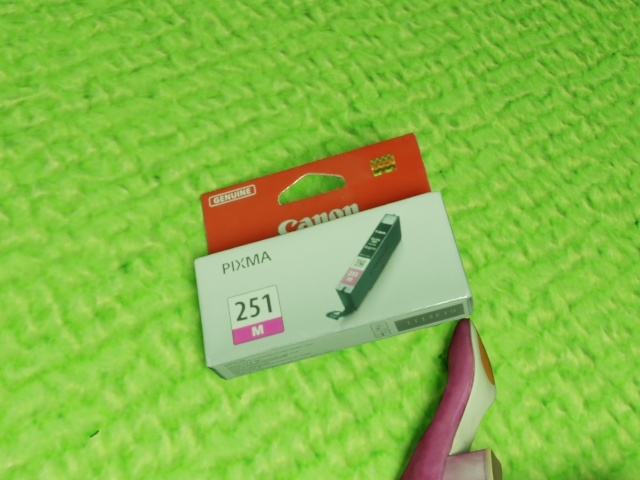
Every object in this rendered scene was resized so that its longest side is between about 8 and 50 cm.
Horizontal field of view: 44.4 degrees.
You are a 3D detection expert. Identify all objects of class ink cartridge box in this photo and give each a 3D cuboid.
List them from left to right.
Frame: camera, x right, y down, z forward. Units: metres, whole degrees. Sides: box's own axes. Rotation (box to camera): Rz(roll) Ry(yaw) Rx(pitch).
[{"bbox_3d":[0.000,0.000,0.843,0.275,0.060,0.239,-16,62,6],"label":"ink cartridge box"}]

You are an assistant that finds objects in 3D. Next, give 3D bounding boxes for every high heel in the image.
[{"bbox_3d":[0.131,0.189,0.858,0.117,0.082,0.244,-18,42,21],"label":"high heel"}]
